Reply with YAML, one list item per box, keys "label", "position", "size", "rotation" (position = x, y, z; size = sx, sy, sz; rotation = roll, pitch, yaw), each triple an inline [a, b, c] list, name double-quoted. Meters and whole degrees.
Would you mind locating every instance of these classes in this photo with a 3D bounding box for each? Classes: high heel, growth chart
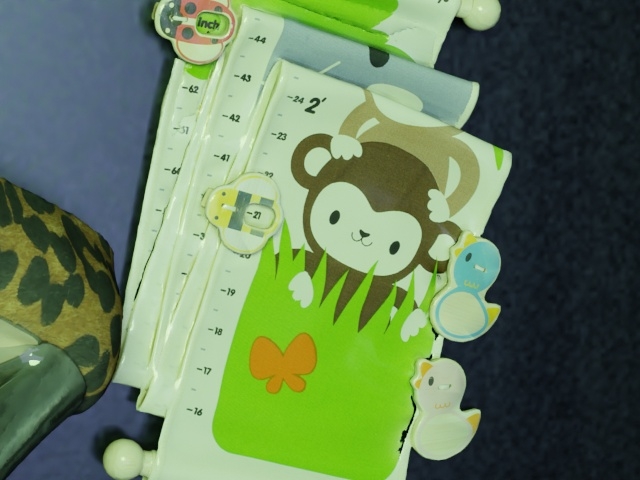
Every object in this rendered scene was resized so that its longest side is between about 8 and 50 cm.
- label: "high heel"
  position: [-0.146, -0.039, 0.520]
  size: [0.093, 0.186, 0.261]
  rotation: [-10, 111, 22]
- label: "growth chart"
  position: [0.000, 0.000, 0.652]
  size: [0.172, 0.021, 0.237]
  rotation: [5, 97, -21]
